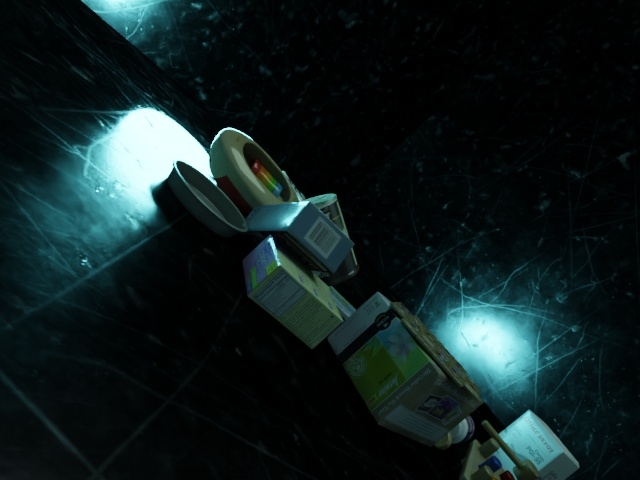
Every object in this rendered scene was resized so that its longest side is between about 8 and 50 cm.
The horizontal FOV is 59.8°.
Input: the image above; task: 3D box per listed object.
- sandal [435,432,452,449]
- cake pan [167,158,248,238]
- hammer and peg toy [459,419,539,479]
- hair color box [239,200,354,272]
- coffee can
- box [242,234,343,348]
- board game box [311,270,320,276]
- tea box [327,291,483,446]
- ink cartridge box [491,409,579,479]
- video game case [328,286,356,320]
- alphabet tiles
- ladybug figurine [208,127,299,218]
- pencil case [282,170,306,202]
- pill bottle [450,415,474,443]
[{"bbox_3d":[0.344,0.550,1.778,0.079,0.088,0.240,49,10,-32],"label":"sandal"},{"bbox_3d":[-0.334,-0.116,1.624,0.293,0.054,0.293,46,8,-8],"label":"cake pan"},{"bbox_3d":[0.508,0.695,1.588,0.266,0.127,0.361,48,19,12],"label":"hammer and peg toy"},{"bbox_3d":[-0.086,-0.011,1.645,0.185,0.113,0.374,44,-19,-23],"label":"hair color box"},{"bbox_3d":[0.000,0.000,1.924,0.201,0.202,0.275,-100,172,-76],"label":"coffee can"},{"bbox_3d":[-0.079,0.134,1.492,0.243,0.117,0.213,44,8,-24],"label":"box"},{"bbox_3d":[-0.038,0.093,1.781,0.026,0.154,0.103,39,1,35],"label":"board game box"},{"bbox_3d":[0.246,0.379,1.621,0.329,0.220,0.323,39,10,-44],"label":"tea box"},{"bbox_3d":[0.660,0.731,1.830,0.117,0.283,0.207,43,8,-26],"label":"ink cartridge box"},{"bbox_3d":[0.094,0.264,2.130,0.212,0.023,0.193,44,8,-11],"label":"video game case"},{"bbox_3d":[0.327,0.305,1.574,0.342,0.011,0.285,48,8,15],"label":"alphabet tiles"},{"bbox_3d":[-0.240,-0.197,2.010,0.449,0.162,0.305,49,24,-22],"label":"ladybug figurine"},{"bbox_3d":[-0.107,-0.148,2.624,0.410,0.160,0.183,46,16,-4],"label":"pencil case"},{"bbox_3d":[0.449,0.627,1.875,0.108,0.108,0.193,51,9,28],"label":"pill bottle"}]
